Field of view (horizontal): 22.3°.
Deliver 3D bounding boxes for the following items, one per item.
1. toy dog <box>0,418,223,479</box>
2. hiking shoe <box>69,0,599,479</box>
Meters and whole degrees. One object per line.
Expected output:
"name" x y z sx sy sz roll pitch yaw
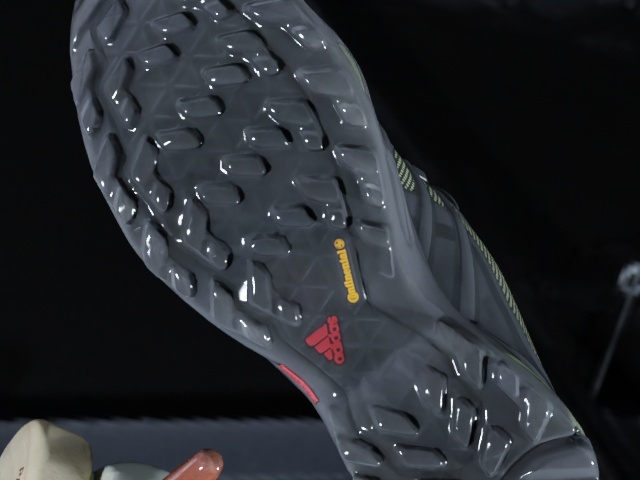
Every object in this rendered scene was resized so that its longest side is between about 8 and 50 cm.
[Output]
"toy dog" -0.110 0.238 0.864 0.220 0.161 0.333 8 -123 -30
"hiking shoe" 0.000 0.000 0.516 0.227 0.086 0.114 57 -174 -4
